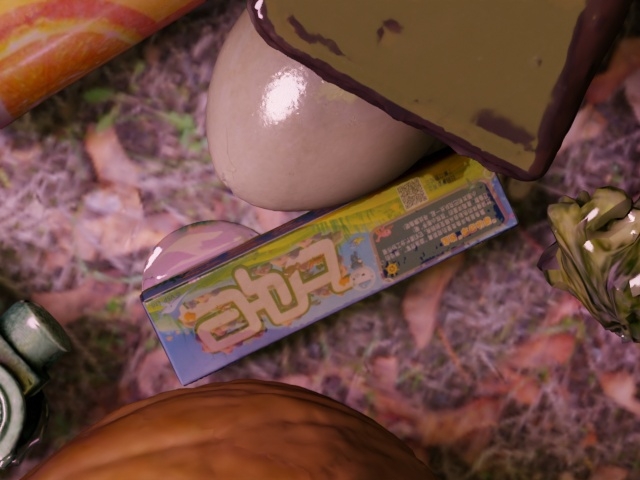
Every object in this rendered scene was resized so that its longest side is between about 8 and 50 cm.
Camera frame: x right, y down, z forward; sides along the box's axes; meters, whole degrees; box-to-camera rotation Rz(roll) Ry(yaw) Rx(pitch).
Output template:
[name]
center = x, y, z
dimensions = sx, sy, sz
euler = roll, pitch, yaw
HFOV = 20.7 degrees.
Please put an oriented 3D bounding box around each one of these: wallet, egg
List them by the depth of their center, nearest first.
[wallet]
center = 0.100, -0.194, 0.785
dimensions = 0.165, 0.042, 0.309
euler = 27, 95, -9
[egg]
center = 0.008, -0.079, 0.865
dimensions = 0.152, 0.114, 0.114
euler = -45, 98, -1

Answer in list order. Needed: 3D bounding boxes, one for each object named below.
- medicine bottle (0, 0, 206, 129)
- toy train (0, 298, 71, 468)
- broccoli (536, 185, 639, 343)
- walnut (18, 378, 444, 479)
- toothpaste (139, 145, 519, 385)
[medicine bottle]
center = -0.017, -0.194, 0.858
dimensions = 0.426, 0.108, 0.108
euler = -32, 97, -4
[toy train]
center = -0.247, 0.097, 0.860
dimensions = 0.248, 0.101, 0.159
euler = -43, 84, -4
[broccoli]
center = 0.265, -0.094, 0.856
dimensions = 0.249, 0.302, 0.375
euler = 22, 120, -29
[walnut]
center = -0.054, 0.231, 0.798
dimensions = 0.333, 0.333, 0.332
euler = 0, 94, -7
[toothpaste]
center = 0.000, 0.000, 0.904
dimensions = 0.193, 0.044, 0.070
euler = -26, 97, -5
